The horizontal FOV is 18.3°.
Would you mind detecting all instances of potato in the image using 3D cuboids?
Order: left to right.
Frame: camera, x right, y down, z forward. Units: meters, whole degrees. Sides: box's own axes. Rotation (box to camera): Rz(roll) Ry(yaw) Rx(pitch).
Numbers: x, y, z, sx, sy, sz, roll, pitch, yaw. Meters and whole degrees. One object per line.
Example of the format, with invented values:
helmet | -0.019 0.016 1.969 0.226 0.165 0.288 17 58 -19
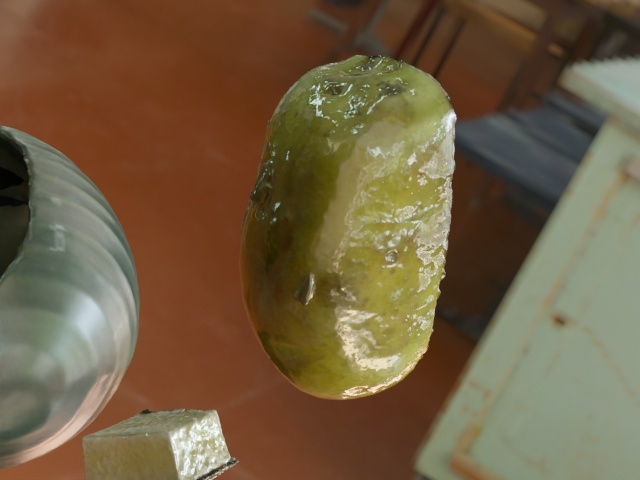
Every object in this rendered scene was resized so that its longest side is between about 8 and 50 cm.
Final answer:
potato | -0.138 0.181 1.692 0.122 0.061 0.086 -11 9 43
potato | 0.000 0.000 1.451 0.160 0.272 0.111 25 32 32

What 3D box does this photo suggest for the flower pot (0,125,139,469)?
flower pot | -0.202 0.032 1.151 0.189 0.157 0.243 -20 29 -9
